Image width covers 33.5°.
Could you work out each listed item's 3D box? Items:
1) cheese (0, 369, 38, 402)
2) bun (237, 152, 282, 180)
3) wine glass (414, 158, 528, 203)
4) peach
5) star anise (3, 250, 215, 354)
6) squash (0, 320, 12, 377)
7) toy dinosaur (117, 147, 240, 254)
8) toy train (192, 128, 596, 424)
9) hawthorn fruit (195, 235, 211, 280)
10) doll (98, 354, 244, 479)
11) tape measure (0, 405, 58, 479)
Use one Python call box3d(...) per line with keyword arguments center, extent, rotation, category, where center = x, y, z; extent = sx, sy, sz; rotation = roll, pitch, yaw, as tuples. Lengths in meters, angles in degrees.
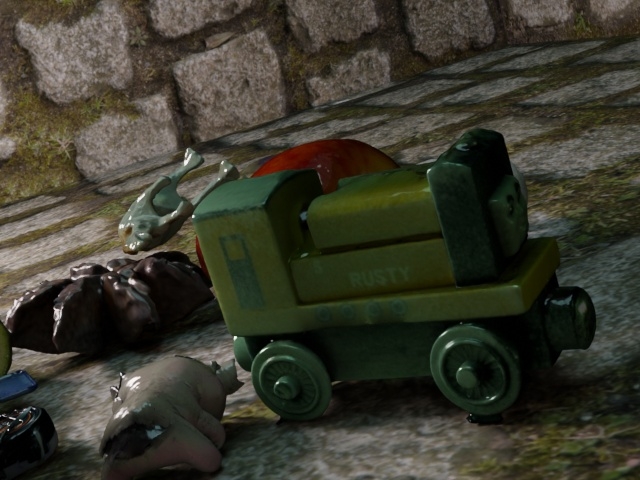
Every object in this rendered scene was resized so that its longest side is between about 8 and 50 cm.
box3d(center=(-0.499, 0.222, 1.268), extent=(0.320, 0.083, 0.204), rotation=(-22, 15, -23), category="cheese")
box3d(center=(-0.050, -0.047, 1.700), extent=(0.273, 0.168, 0.273), rotation=(-9, 23, 4), category="bun")
box3d(center=(0.194, -0.044, 1.462), extent=(0.165, 0.165, 0.196), rotation=(-8, 9, 27), category="wine glass")
box3d(center=(0.000, 0.000, 1.313), extent=(0.281, 0.238, 0.281), rotation=(-50, 20, 25), category="peach")
box3d(center=(-0.306, 0.085, 1.536), extent=(0.332, 0.117, 0.332), rotation=(-16, 6, 2), category="star anise")
box3d(center=(-0.546, 0.160, 1.476), extent=(0.247, 0.132, 0.132), rotation=(-9, 14, 44), category="squash")
box3d(center=(-0.229, -0.055, 1.637), extent=(0.205, 0.092, 0.393), rotation=(-47, 10, -6), category="toy dinosaur")
box3d(center=(0.061, 0.041, 1.046), extent=(0.397, 0.253, 0.160), rotation=(-8, 17, 31), category="toy train")
box3d(center=(-0.093, 0.012, 1.503), extent=(0.169, 0.188, 0.169), rotation=(11, -6, 1), category="hawthorn fruit")
box3d(center=(-0.160, 0.176, 1.073), extent=(0.149, 0.095, 0.192), rotation=(-15, 16, 9), category="doll")
box3d(center=(-0.335, 0.221, 1.160), extent=(0.094, 0.054, 0.091), rotation=(-32, 22, -33), category="tape measure")
